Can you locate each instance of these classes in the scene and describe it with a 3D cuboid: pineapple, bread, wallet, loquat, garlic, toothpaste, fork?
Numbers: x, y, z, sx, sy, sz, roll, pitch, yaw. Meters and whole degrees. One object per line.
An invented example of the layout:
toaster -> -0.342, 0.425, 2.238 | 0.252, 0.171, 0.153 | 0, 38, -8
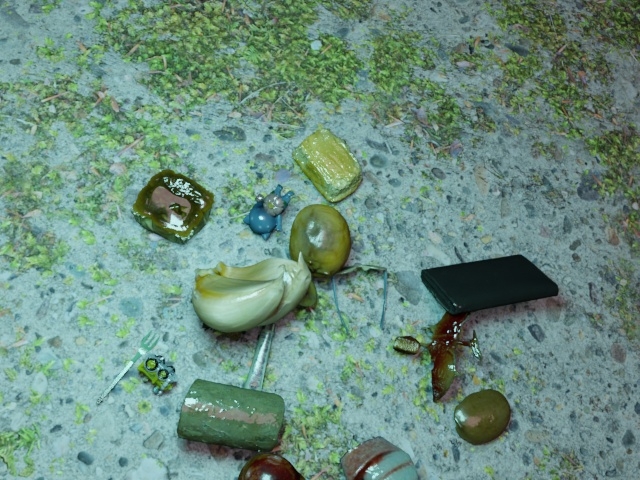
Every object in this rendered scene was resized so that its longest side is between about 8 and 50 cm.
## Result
pineapple -> -0.289, 0.251, 1.595 | 0.124, 0.058, 0.058 | 18, 66, -8
bread -> 0.029, -0.256, 1.847 | 0.174, 0.121, 0.246 | -39, 87, -16
wallet -> 0.558, 0.140, 1.818 | 0.405, 0.062, 0.228 | -6, 31, -19
loquat -> 0.000, 0.000, 1.684 | 0.193, 0.238, 0.239 | 13, 66, -6
bread -> 0.269, 0.322, 1.709 | 0.084, 0.085, 0.053 | 17, 74, -9
garlic -> -0.196, 0.144, 1.537 | 0.312, 0.286, 0.250 | 4, 72, 17
toothpaste -> -0.176, 0.353, 1.598 | 0.062, 0.039, 0.239 | 17, 68, -10
fork -> -0.532, 0.348, 1.511 | 0.039, 0.021, 0.235 | 36, 66, 5
bread -> -0.444, -0.103, 1.662 | 0.209, 0.110, 0.192 | 30, 66, -3

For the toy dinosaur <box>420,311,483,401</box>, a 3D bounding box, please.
toy dinosaur -> 0.413, 0.321, 1.739 | 0.206, 0.113, 0.328 | -18, 47, 16

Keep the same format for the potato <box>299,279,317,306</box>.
potato -> -0.090, 0.133, 1.683 | 0.188, 0.085, 0.105 | 33, 25, -2

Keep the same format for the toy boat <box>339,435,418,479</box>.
toy boat -> 0.194, 0.664, 1.471 | 0.206, 0.096, 0.282 | -12, 32, -26

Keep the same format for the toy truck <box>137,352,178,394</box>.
toy truck -> -0.447, 0.368, 1.502 | 0.111, 0.076, 0.077 | 43, 88, 6

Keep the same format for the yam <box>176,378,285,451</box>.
yam -> -0.240, 0.468, 1.469 | 0.267, 0.161, 0.161 | 13, 66, -11

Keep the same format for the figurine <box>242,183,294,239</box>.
figurine -> -0.157, -0.102, 1.735 | 0.114, 0.178, 0.145 | 32, 23, -20

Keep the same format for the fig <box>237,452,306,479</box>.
fig -> -0.112, 0.642, 1.447 | 0.207, 0.175, 0.175 | -7, 71, -33

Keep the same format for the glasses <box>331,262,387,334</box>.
glasses -> 0.136, 0.173, 1.727 | 0.189, 0.088, 0.221 | -4, 71, -17

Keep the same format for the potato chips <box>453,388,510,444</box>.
potato chips -> 0.509, 0.546, 1.709 | 0.201, 0.049, 0.150 | -14, 69, -14
